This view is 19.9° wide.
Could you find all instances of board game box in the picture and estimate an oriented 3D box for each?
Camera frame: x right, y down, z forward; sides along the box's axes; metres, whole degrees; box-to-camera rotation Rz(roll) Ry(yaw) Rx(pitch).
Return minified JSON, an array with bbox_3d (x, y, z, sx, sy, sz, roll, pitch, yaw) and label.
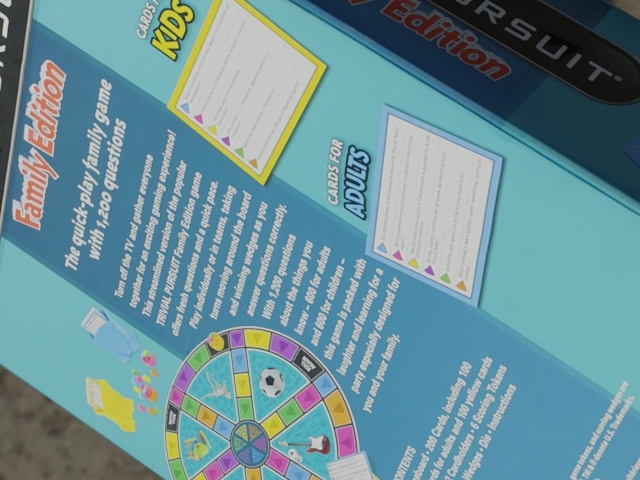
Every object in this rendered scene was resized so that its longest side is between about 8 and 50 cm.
[{"bbox_3d":[0.000,0.000,0.637,0.336,0.079,0.254,33,138,14],"label":"board game box"}]
